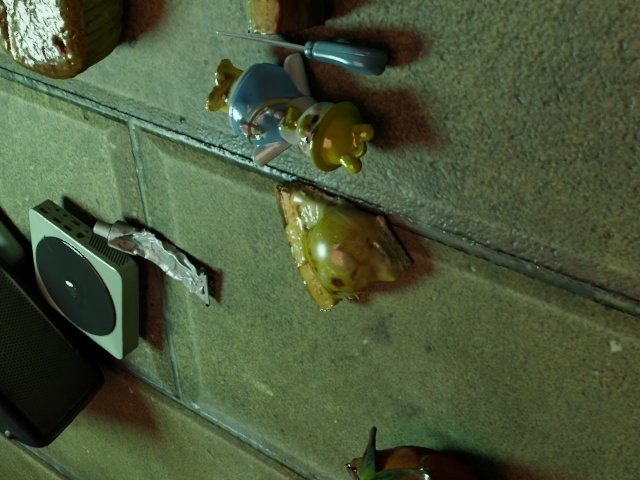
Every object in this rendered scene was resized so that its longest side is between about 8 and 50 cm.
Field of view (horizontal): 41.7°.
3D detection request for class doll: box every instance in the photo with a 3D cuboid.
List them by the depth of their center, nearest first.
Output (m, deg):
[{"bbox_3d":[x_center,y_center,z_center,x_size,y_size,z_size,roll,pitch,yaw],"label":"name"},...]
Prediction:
[{"bbox_3d":[-0.035,-0.158,1.076,0.241,0.135,0.099,28,163,27],"label":"doll"}]

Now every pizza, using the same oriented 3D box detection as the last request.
[{"bbox_3d":[0.008,0.003,1.172,0.188,0.080,0.204,-19,104,48],"label":"pizza"}]

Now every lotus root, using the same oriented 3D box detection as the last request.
[{"bbox_3d":[-0.045,-0.300,0.991,0.159,0.095,0.135,-114,19,-58],"label":"lotus root"}]

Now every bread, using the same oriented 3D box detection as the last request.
[{"bbox_3d":[-0.396,-0.369,1.218,0.227,0.142,0.253,29,134,13],"label":"bread"}]

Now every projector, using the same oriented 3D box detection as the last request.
[{"bbox_3d":[-0.460,0.075,1.660,0.257,0.079,0.259,32,137,20],"label":"projector"},{"bbox_3d":[-0.743,0.228,1.851,0.395,0.242,0.405,4,134,48],"label":"projector"}]

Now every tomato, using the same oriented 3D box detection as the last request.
[{"bbox_3d":[0.178,0.424,1.269,0.309,0.170,0.309,60,175,8],"label":"tomato"}]

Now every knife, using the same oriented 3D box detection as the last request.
[{"bbox_3d":[-0.025,-0.237,1.038,0.244,0.058,0.032,18,106,31],"label":"knife"}]

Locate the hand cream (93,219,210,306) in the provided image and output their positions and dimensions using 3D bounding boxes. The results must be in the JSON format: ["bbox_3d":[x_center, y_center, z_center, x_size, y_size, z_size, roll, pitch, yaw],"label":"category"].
[{"bbox_3d":[-0.297,0.028,1.499,0.256,0.050,0.084,27,137,17],"label":"hand cream"}]

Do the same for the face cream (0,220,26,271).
[{"bbox_3d":[-0.770,-0.047,1.862,0.291,0.071,0.144,49,142,0],"label":"face cream"}]
